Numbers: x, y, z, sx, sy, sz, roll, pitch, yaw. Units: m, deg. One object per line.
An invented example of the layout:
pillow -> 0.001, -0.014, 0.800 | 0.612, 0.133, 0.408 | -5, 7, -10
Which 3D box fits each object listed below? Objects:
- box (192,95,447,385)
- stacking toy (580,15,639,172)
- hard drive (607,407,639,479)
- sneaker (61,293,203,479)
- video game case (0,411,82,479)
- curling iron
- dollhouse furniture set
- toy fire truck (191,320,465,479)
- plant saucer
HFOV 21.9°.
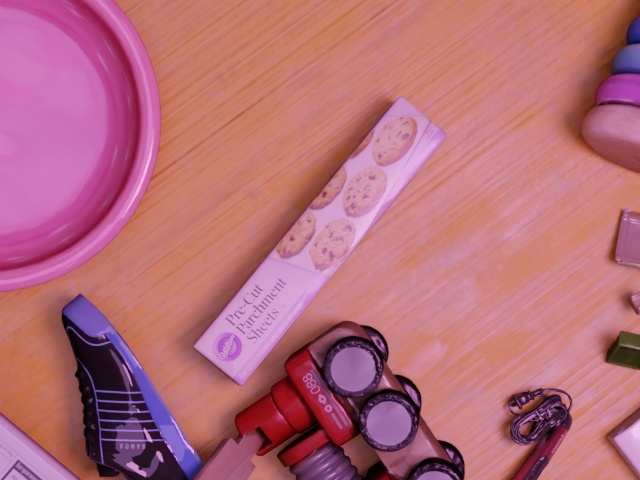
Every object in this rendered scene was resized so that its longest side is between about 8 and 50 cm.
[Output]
box -> 0.000, 0.000, 1.633 | 0.067, 0.063, 0.324 | 40, 86, -1
stacking toy -> 0.377, -0.230, 1.639 | 0.141, 0.141, 0.330 | 22, 83, -3
hard drive -> 0.489, 0.265, 1.672 | 0.233, 0.047, 0.353 | -38, 92, -4
sneaker -> -0.200, 0.167, 1.605 | 0.090, 0.081, 0.232 | -33, 92, -12
video game case -> -0.401, 0.260, 1.494 | 0.329, 0.036, 0.300 | 41, 86, -4
curling iron -> 0.167, 0.263, 1.642 | 0.068, 0.035, 0.274 | 32, 80, -1
dollhouse furniture set -> 0.329, 0.051, 1.677 | 0.076, 0.058, 0.151 | 11, 68, 3
toy fire truck -> -0.006, 0.227, 1.596 | 0.246, 0.158, 0.217 | -33, 92, 7
plant saucer -> -0.320, -0.115, 1.603 | 0.332, 0.084, 0.332 | 0, 89, -3
